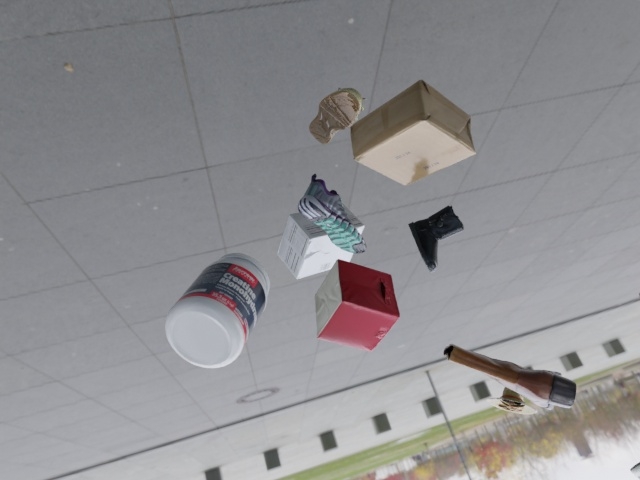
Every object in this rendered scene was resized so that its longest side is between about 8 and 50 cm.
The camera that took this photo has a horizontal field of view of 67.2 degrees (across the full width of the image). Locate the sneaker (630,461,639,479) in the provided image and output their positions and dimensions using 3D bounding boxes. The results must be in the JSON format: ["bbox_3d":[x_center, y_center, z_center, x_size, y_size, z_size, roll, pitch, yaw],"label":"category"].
[{"bbox_3d":[0.893,0.569,1.202,0.107,0.110,0.275,-27,144,-14],"label":"sneaker"}]

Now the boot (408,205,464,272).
[{"bbox_3d":[0.497,-0.011,1.992,0.207,0.247,0.094,-23,150,12],"label":"boot"}]

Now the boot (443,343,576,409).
[{"bbox_3d":[0.436,0.329,1.176,0.280,0.096,0.264,15,176,16],"label":"boot"}]

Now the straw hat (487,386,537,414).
[{"bbox_3d":[0.555,0.450,1.393,0.144,0.061,0.144,16,155,8],"label":"straw hat"}]

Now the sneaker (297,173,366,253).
[{"bbox_3d":[0.045,-0.058,1.118,0.083,0.098,0.223,-6,144,41],"label":"sneaker"}]

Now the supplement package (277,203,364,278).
[{"bbox_3d":[0.000,0.000,1.816,0.261,0.145,0.204,-13,138,-36],"label":"supplement package"}]

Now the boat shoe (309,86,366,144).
[{"bbox_3d":[0.050,-0.365,1.366,0.089,0.104,0.285,-46,-169,-20],"label":"boat shoe"}]

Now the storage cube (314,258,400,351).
[{"bbox_3d":[0.105,0.204,1.495,0.193,0.184,0.215,18,128,-18],"label":"storage cube"}]

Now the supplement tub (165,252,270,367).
[{"bbox_3d":[-0.244,0.165,1.204,0.191,0.191,0.272,-32,-165,24],"label":"supplement tub"}]

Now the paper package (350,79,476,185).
[{"bbox_3d":[0.326,-0.362,1.708,0.309,0.168,0.324,19,150,-37],"label":"paper package"}]
